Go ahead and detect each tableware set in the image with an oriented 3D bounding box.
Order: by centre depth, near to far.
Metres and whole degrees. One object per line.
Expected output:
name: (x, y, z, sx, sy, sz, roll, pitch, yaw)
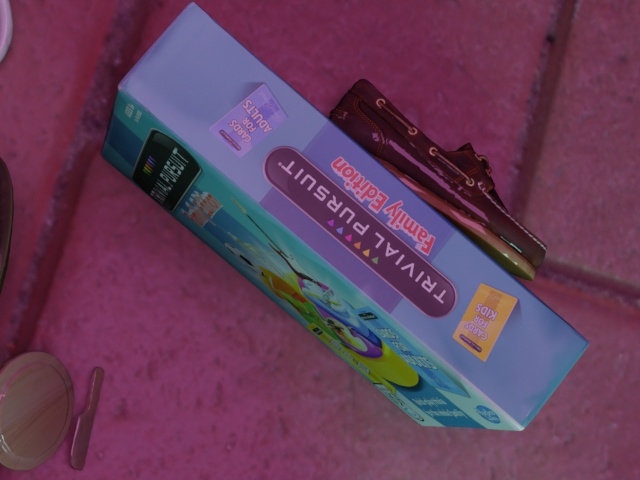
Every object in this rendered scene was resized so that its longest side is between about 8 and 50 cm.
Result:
tableware set: (-0.232, 0.174, 1.087, 0.039, 0.128, 0.194, 7, 81, 35)

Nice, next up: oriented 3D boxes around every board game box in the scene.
board game box: (0.000, 0.000, 1.063, 0.336, 0.254, 0.079, 40, 78, -4)

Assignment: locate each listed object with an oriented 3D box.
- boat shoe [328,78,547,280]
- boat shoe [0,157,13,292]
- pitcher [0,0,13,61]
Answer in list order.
boat shoe: (0.097, -0.049, 1.180, 0.207, 0.073, 0.073, 35, 80, -6)
boat shoe: (-0.295, 0.080, 1.075, 0.110, 0.104, 0.307, 17, 78, 1)
pitcher: (-0.289, -0.239, 1.114, 0.177, 0.125, 0.207, 23, 90, -29)
